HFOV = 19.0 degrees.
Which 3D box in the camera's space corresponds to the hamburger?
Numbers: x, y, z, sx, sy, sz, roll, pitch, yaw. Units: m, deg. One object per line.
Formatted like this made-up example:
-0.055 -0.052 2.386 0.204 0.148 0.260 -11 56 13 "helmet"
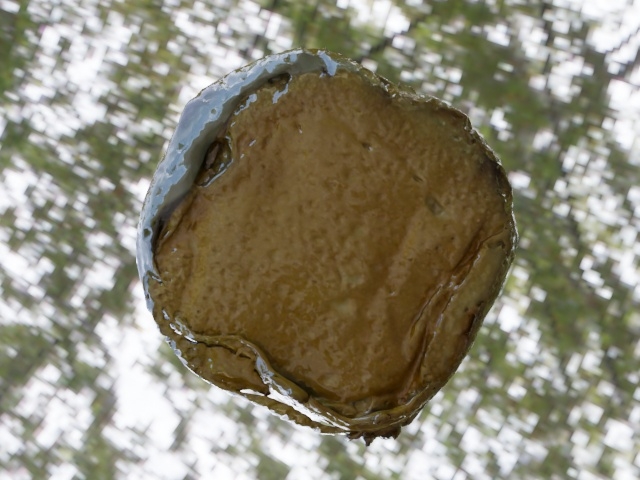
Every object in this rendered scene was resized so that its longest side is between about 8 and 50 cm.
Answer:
0.000 0.000 1.514 0.318 0.158 0.319 1 -96 -8 "hamburger"
